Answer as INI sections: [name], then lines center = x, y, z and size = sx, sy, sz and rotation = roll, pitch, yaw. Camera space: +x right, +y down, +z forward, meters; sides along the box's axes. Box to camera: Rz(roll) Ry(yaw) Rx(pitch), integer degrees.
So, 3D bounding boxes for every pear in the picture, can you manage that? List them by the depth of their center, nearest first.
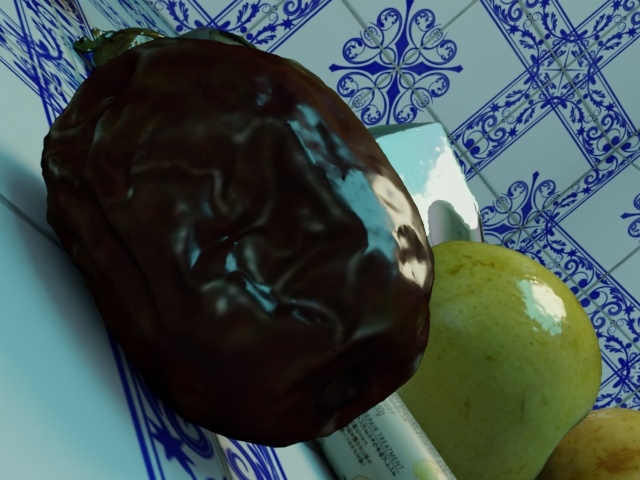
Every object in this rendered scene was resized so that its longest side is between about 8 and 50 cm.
[pear]
center = 0.203, 0.173, 1.411
size = 0.348, 0.348, 0.348
rotation = 49, 6, -7

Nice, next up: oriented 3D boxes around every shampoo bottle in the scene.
[shampoo bottle]
center = 0.053, 0.213, 1.131
size = 0.104, 0.104, 0.278
rotation = 43, 8, -49

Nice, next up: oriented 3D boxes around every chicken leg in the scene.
[chicken leg]
center = -0.233, -0.244, 1.745
size = 0.211, 0.140, 0.361
rotation = 43, 6, 29

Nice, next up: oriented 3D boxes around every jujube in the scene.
[jujube]
center = -0.073, -0.013, 0.891
size = 0.377, 0.276, 0.276
rotation = 54, 7, 26

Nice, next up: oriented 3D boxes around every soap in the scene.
[soap]
center = 0.143, 0.041, 1.696
size = 0.261, 0.156, 0.446
rotation = 6, -71, 60

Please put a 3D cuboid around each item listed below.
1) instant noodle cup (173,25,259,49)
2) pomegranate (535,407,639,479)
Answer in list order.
[instant noodle cup]
center = -0.157, -0.168, 1.515
size = 0.240, 0.240, 0.178
rotation = 50, -4, 7
[pomegranate]
center = 0.469, 0.409, 1.500
size = 0.410, 0.410, 0.410
rotation = 49, 6, -7
